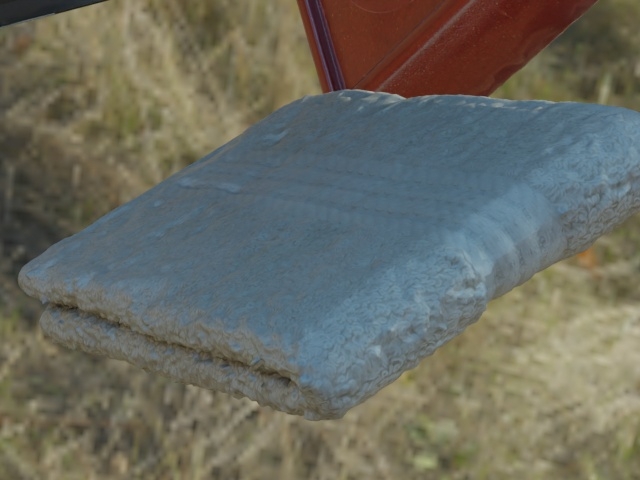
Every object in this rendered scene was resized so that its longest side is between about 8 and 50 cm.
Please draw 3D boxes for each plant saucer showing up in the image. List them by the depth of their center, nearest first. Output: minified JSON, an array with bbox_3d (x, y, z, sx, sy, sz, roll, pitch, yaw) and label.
[{"bbox_3d":[0.049,-0.201,1.126,0.047,0.258,0.259,0,65,-33],"label":"plant saucer"}]

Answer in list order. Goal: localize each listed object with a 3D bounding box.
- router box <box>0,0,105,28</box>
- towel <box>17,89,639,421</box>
[{"bbox_3d":[-0.112,-0.226,0.867,0.308,0.243,0.081,-19,10,-31],"label":"router box"},{"bbox_3d":[0.000,0.000,0.834,0.187,0.049,0.282,-34,21,-22],"label":"towel"}]
